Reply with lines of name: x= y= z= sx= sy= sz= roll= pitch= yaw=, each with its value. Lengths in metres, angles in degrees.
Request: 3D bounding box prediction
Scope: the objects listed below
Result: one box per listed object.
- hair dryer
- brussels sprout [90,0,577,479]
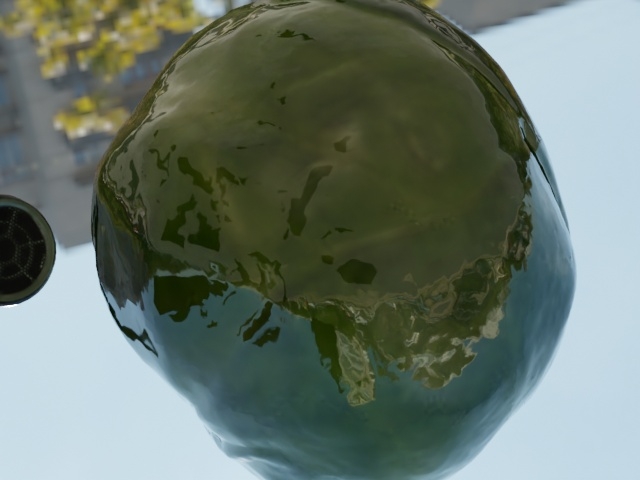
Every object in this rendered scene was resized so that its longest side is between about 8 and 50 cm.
hair dryer: x=-0.289 y=0.089 z=1.334 sx=0.078 sy=0.248 sz=0.195 roll=22 pitch=167 yaw=-29
brussels sprout: x=0.001 y=-0.006 z=1.150 sx=0.281 sy=0.289 sz=0.354 roll=-42 pitch=-165 yaw=-12
